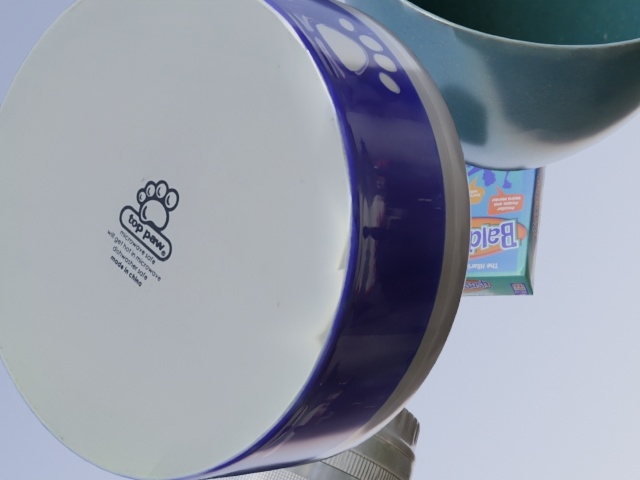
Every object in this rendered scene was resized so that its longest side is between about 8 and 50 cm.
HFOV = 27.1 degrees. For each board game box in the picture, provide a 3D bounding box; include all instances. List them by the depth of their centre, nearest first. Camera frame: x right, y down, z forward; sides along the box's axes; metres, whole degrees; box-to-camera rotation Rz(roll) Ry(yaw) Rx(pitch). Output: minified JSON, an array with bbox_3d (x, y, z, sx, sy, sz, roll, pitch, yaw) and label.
[{"bbox_3d":[0.170,-0.036,1.513,0.047,0.160,0.210,57,-143,-52],"label":"board game box"}]

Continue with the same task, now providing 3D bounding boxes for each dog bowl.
[{"bbox_3d":[-0.058,-0.008,0.704,0.104,0.265,0.265,2,-74,-54],"label":"dog bowl"}]

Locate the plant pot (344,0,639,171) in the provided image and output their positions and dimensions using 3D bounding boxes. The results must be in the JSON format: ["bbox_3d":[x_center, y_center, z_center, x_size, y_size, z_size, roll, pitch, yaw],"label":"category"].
[{"bbox_3d":[0.150,-0.169,1.036,0.290,0.290,0.195,-43,-27,-33],"label":"plant pot"}]

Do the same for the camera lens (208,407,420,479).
[{"bbox_3d":[-0.040,0.272,1.283,0.219,0.219,0.274,49,-122,-53],"label":"camera lens"}]
